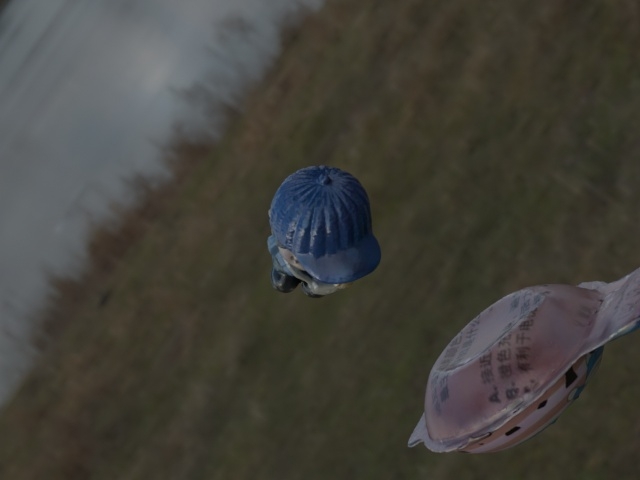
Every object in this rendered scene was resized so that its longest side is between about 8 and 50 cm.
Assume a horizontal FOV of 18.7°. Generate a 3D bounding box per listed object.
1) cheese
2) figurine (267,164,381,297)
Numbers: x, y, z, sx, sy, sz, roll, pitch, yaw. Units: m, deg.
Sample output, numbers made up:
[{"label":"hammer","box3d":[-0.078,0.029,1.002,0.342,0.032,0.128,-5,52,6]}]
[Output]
[{"label":"cheese","box3d":[0.171,0.075,1.416,0.286,0.074,0.189,-34,14,34]},{"label":"figurine","box3d":[0.000,0.000,1.448,0.149,0.086,0.087,114,168,-73]}]
